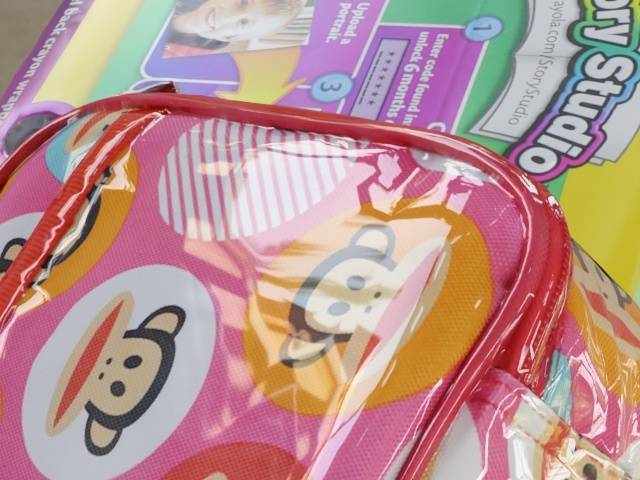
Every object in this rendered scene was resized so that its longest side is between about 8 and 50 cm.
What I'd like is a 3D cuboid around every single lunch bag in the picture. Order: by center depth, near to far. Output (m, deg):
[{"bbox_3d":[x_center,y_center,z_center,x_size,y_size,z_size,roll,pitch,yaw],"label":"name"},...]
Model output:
[{"bbox_3d":[-0.060,0.101,0.501,0.120,0.258,0.293,43,70,-41],"label":"lunch bag"}]

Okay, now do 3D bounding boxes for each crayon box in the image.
[{"bbox_3d":[0.000,0.000,0.790,0.313,0.106,0.363,5,48,21],"label":"crayon box"}]
